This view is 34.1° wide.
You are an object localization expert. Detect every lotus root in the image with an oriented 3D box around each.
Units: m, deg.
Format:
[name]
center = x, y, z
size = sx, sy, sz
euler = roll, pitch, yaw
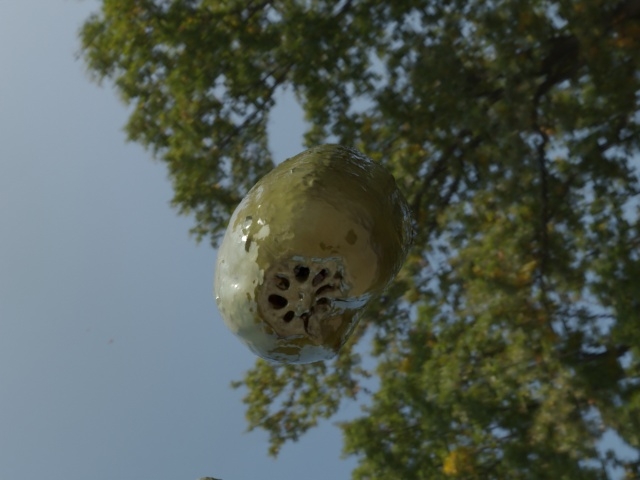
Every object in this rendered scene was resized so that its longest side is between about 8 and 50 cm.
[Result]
[lotus root]
center = -0.001, 0.000, 0.490
size = 0.077, 0.090, 0.183
euler = 36, -161, 1

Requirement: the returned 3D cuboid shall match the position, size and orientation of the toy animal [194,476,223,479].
[toy animal]
center = -0.020, 0.251, 0.631
size = 0.070, 0.079, 0.253
euler = 25, -154, -51
